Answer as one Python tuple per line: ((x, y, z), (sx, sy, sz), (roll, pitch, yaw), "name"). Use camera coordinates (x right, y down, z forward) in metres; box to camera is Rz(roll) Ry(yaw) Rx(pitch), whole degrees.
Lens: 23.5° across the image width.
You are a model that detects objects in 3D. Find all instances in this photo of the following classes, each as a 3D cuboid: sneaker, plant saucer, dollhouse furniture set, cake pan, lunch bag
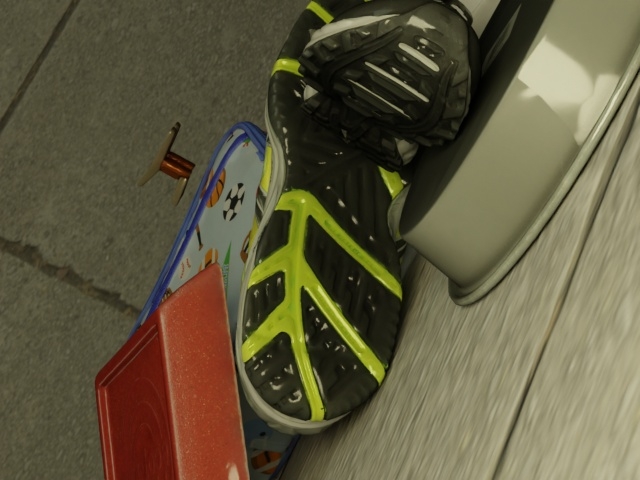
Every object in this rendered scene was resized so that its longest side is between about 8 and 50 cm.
((0.050, -0.117, 0.948), (0.108, 0.100, 0.271), (-58, 4, -5), "sneaker")
((-0.123, 0.178, 1.205), (0.258, 0.047, 0.259), (137, 127, -60), "plant saucer")
((0.005, -0.036, 1.166), (0.147, 0.145, 0.385), (123, 167, -65), "sneaker")
((-0.103, -0.070, 2.087), (0.135, 0.262, 0.259), (-60, 5, 8), "dollhouse furniture set")
((0.128, -0.102, 0.916), (0.293, 0.054, 0.293), (-62, 4, 7), "cake pan")
((-0.075, 0.058, 1.378), (0.303, 0.115, 0.243), (-62, 31, 15), "lunch bag")

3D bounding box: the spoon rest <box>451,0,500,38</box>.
((0.111, -0.162, 1.286), (0.276, 0.084, 0.137), (-61, 5, 26), "spoon rest")
